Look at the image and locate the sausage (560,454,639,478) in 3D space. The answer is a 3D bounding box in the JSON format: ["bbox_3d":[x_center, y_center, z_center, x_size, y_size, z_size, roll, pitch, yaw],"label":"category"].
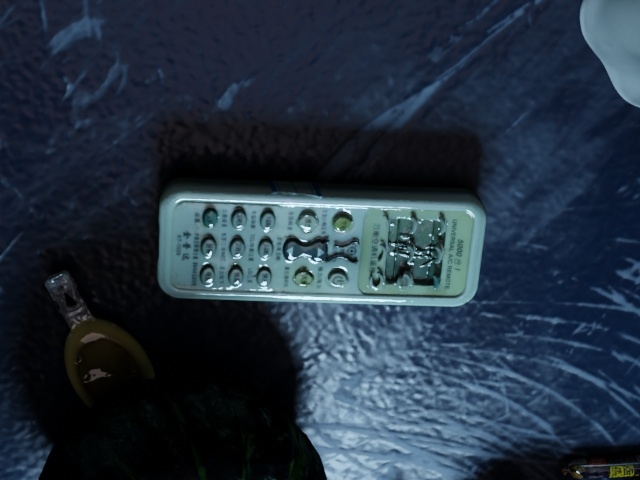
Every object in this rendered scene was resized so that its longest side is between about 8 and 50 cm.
[{"bbox_3d":[0.373,0.257,1.720,0.198,0.028,0.025,-4,91,-4],"label":"sausage"}]

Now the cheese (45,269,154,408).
[{"bbox_3d":[-0.244,0.101,1.590,0.086,0.036,0.162,-23,114,4],"label":"cheese"}]

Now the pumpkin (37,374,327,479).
[{"bbox_3d":[-0.137,0.294,1.561,0.315,0.238,0.315,-8,112,-21],"label":"pumpkin"}]

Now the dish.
[{"bbox_3d":[0.377,-0.220,1.479,0.229,0.081,0.229,-2,113,-4],"label":"dish"}]

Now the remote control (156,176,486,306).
[{"bbox_3d":[0.000,0.000,1.551,0.335,0.065,0.128,2,112,-6],"label":"remote control"}]
